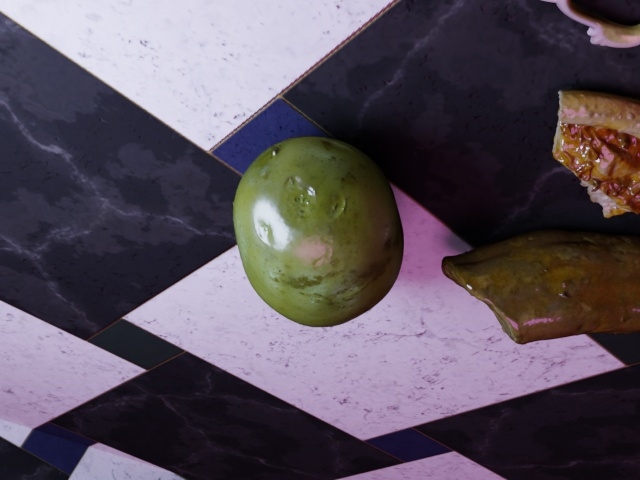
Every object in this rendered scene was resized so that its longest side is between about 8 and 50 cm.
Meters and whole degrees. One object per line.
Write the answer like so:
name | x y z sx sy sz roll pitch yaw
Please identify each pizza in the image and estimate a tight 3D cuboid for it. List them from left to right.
pizza | 0.362 -0.091 0.820 0.134 0.056 0.271 -33 125 31

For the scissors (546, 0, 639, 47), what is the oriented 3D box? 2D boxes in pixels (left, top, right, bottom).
scissors | 0.364 -0.231 0.664 0.318 0.024 0.160 14 141 -5

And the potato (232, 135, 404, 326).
potato | -0.003 0.001 0.901 0.216 0.215 0.304 8 140 3

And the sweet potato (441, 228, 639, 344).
sweet potato | 0.354 0.057 0.943 0.370 0.157 0.157 -6 141 3
